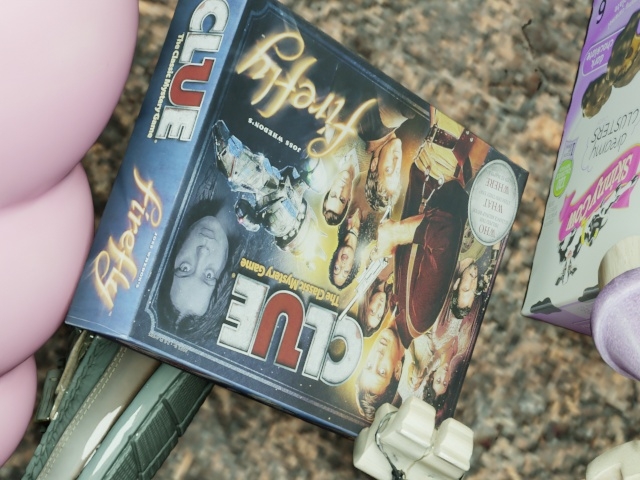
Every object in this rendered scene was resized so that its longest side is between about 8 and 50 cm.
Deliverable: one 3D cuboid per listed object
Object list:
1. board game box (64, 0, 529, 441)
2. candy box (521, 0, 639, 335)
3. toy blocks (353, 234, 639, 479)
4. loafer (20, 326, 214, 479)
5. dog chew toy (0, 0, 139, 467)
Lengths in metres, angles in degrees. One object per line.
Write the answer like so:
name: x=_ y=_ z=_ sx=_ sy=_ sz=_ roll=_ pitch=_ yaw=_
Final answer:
board game box: x=0.000 y=0.000 z=0.913 sx=0.243 sy=0.042 sz=0.165 roll=28 pitch=78 yaw=-49
candy box: x=0.180 y=-0.052 z=0.979 sx=0.070 sy=0.165 sz=0.196 roll=17 pitch=78 yaw=-12
toy blocks: x=0.163 y=0.195 z=0.822 sx=0.309 sy=0.260 sz=0.288 roll=31 pitch=115 yaw=-13
loafer: x=-0.081 y=0.034 z=0.952 sx=0.084 sy=0.096 sz=0.267 roll=31 pitch=68 yaw=11
dog chew toy: x=-0.186 y=-0.025 z=0.842 sx=0.206 sy=0.206 sz=0.332 roll=-2 pitch=119 yaw=-14
